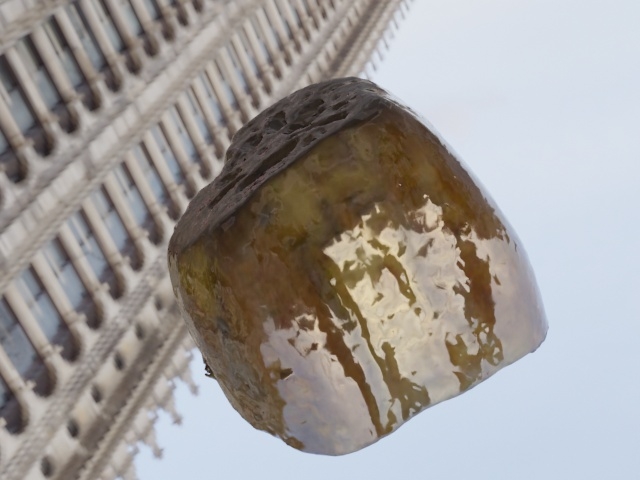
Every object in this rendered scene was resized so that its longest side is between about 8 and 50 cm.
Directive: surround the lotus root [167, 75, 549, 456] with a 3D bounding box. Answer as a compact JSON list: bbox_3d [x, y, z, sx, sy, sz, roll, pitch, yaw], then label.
[{"bbox_3d":[0.000,0.000,0.917,0.316,0.250,0.316,-19,-149,12],"label":"lotus root"}]
